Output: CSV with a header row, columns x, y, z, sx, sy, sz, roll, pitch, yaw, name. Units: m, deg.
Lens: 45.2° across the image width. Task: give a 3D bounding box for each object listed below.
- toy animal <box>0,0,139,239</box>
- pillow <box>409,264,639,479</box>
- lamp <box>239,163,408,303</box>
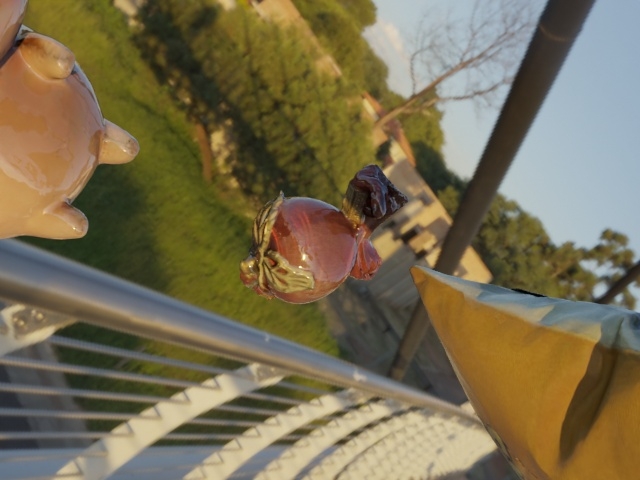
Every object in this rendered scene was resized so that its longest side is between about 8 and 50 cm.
x,y,z,sx,sy,sz,roll,pitch,yaw,name
-0.223,-0.106,0.434,0.250,0.154,0.167,65,40,-50,toy animal
0.213,0.147,0.440,0.310,0.119,0.312,48,-13,-25,pillow
-0.009,-0.007,1.093,0.151,0.223,0.215,42,-42,23,lamp
